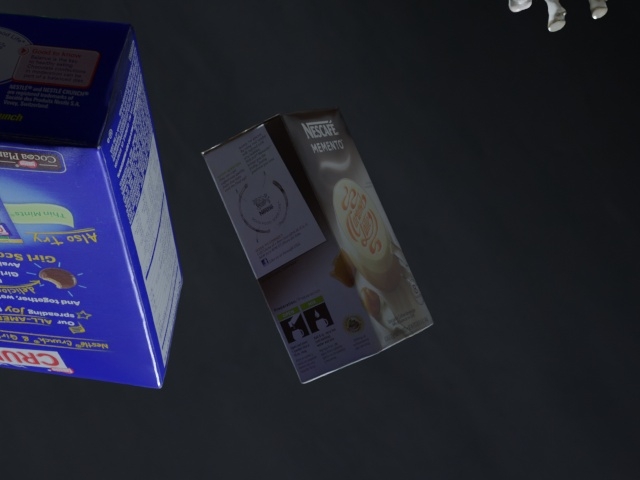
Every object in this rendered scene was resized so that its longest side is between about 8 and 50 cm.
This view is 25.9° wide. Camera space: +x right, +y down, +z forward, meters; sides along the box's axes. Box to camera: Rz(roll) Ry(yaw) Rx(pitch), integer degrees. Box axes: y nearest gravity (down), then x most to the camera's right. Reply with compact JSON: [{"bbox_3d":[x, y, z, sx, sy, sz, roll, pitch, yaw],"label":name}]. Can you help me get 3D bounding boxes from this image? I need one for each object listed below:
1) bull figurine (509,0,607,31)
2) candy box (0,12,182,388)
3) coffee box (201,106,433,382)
[{"bbox_3d":[0.321,-0.386,1.784,0.310,0.101,0.188,-58,46,42],"label":"bull figurine"},{"bbox_3d":[-0.254,-0.027,1.040,0.268,0.122,0.317,6,145,6],"label":"candy box"},{"bbox_3d":[0.000,0.000,1.381,0.098,0.141,0.246,-25,87,26],"label":"coffee box"}]
